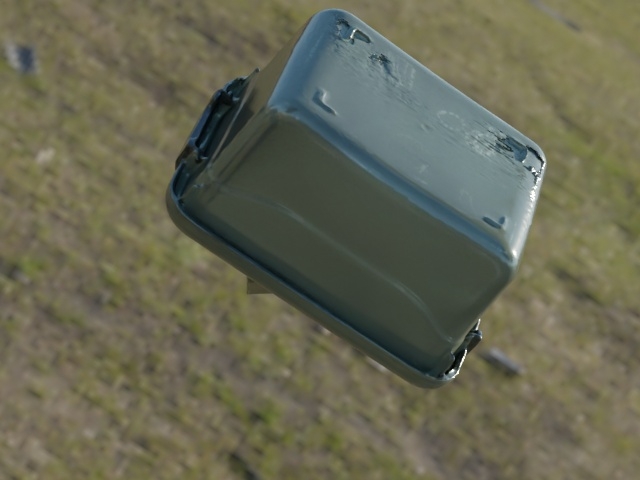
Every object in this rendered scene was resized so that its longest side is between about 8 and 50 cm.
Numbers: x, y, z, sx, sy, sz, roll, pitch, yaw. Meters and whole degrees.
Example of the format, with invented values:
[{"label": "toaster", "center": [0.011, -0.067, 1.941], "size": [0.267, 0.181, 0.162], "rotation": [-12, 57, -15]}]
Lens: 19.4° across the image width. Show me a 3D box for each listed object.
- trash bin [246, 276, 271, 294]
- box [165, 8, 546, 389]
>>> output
[{"label": "trash bin", "center": [0.000, 0.000, 1.156], "size": [0.092, 0.061, 0.043], "rotation": [0, -15, -1]}, {"label": "box", "center": [0.026, -0.027, 0.896], "size": [0.172, 0.093, 0.124], "rotation": [33, 39, -10]}]
